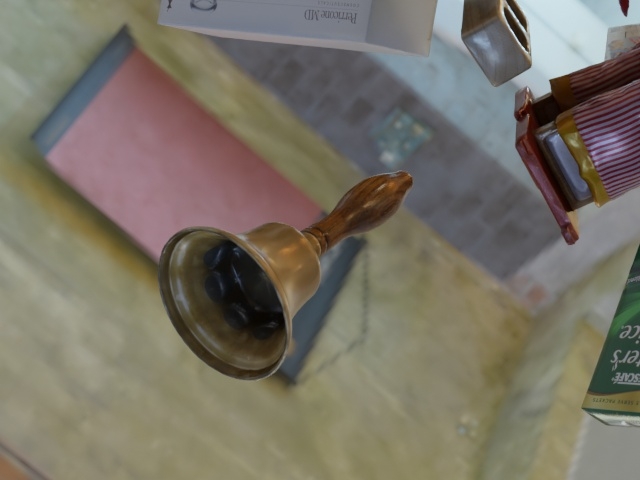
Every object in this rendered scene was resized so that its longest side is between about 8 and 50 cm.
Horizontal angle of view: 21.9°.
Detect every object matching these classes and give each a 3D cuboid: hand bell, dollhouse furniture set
[{"bbox_3d":[0.000,0.000,1.298,0.242,0.126,0.126,-33,176,-43],"label":"hand bell"},{"bbox_3d":[0.227,-0.208,1.499,0.201,0.374,0.152,-26,-158,18],"label":"dollhouse furniture set"}]

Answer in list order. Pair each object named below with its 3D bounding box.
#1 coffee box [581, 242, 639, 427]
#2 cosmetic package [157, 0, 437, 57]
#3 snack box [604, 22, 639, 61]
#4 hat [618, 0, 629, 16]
[{"bbox_3d":[0.301,0.073,1.421,0.113,0.040,0.184,0,-117,56],"label":"coffee box"},{"bbox_3d":[-0.015,-0.350,1.754,0.377,0.097,0.284,13,-84,51],"label":"cosmetic package"},{"bbox_3d":[0.369,-0.221,1.956,0.064,0.022,0.178,-6,-157,15],"label":"snack box"},{"bbox_3d":[0.347,-0.444,2.171,0.183,0.173,0.208,-55,-130,17],"label":"hat"}]
